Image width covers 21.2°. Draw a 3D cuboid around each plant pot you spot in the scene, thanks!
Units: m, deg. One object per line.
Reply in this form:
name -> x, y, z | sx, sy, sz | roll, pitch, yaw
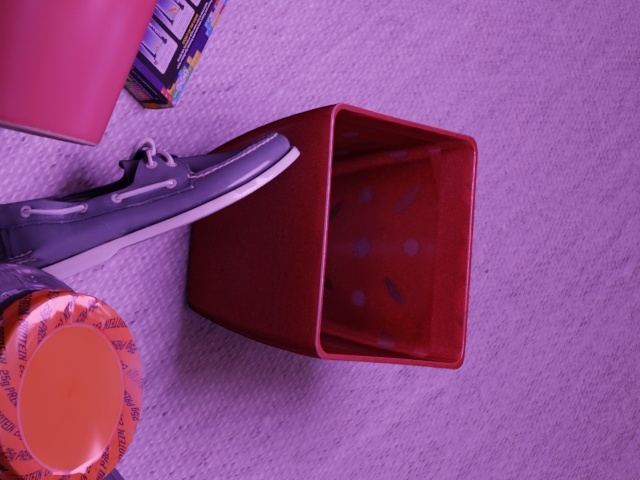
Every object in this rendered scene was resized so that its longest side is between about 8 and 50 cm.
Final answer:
plant pot -> 0.000, 0.000, 1.929 | 0.267, 0.236, 0.267 | 9, 84, -50
plant pot -> -0.273, -0.224, 1.592 | 0.275, 0.275, 0.243 | 12, 90, -50

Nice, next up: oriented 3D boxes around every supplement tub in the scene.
supplement tub -> -0.325, 0.119, 1.453 | 0.207, 0.338, 0.207 | -1, 91, -50

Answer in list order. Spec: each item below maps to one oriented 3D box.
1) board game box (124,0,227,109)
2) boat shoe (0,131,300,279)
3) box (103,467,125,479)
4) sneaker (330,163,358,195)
board game box -> -0.180, -0.250, 1.852 | 0.141, 0.048, 0.170 | 46, 57, -39
boat shoe -> -0.175, -0.052, 1.736 | 0.319, 0.116, 0.099 | -25, 94, -12
box -> -0.287, 0.308, 1.725 | 0.231, 0.056, 0.183 | -57, 132, -32
sneaker -> 0.041, -0.043, 2.090 | 0.081, 0.094, 0.208 | -27, 113, -49
